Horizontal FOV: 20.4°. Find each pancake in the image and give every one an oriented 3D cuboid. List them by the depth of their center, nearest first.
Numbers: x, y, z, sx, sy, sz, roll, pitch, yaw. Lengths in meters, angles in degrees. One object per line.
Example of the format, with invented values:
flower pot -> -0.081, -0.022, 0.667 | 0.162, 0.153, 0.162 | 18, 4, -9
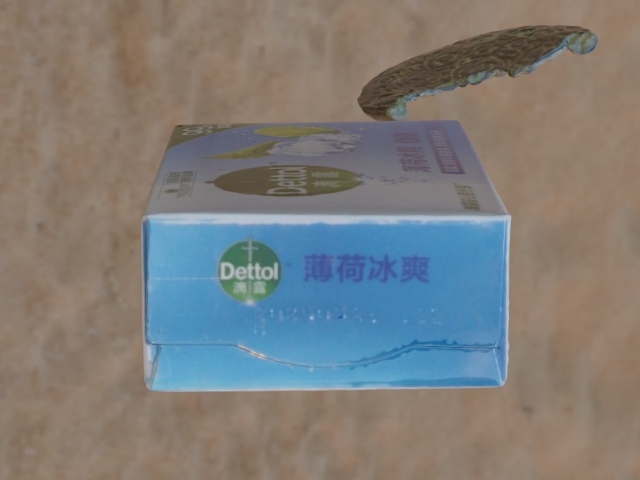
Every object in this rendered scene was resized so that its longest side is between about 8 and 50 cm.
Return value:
pancake -> 0.123, -0.135, 1.397 | 0.184, 0.190, 0.020 | -53, 130, -63

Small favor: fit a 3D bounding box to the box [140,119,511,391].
box -> 0.000, 0.000, 0.750 | 0.194, 0.139, 0.073 | -96, -174, -76
